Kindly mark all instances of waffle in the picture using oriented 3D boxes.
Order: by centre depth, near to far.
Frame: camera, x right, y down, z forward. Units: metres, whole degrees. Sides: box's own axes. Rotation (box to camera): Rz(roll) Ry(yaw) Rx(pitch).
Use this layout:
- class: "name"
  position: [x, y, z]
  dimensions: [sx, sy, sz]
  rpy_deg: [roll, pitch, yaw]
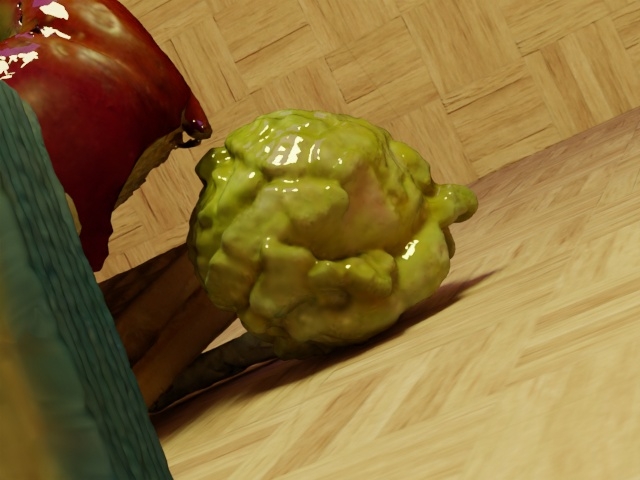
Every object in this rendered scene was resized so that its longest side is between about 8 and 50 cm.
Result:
- class: "waffle"
  position: [-0.236, 0.133, 1.174]
  dimensions: [0.224, 0.098, 0.327]
  rpy_deg: [-23, 15, 36]

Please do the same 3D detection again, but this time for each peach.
- class: "peach"
  position: [-0.284, -0.062, 1.106]
  dimensions: [0.339, 0.353, 0.416]
  rpy_deg: [-52, -26, -29]

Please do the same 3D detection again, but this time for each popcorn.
- class: "popcorn"
  position: [0.000, 0.000, 1.062]
  dimensions: [0.259, 0.259, 0.212]
  rpy_deg: [-24, 28, 37]

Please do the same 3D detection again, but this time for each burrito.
- class: "burrito"
  position: [-0.107, 0.130, 1.236]
  dimensions: [0.185, 0.041, 0.045]
  rpy_deg: [-26, -39, 15]

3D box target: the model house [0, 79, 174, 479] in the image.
- class: "model house"
  position: [-0.290, 0.111, 0.714]
  dimensions: [0.382, 0.334, 0.342]
  rpy_deg: [-30, -11, 36]
